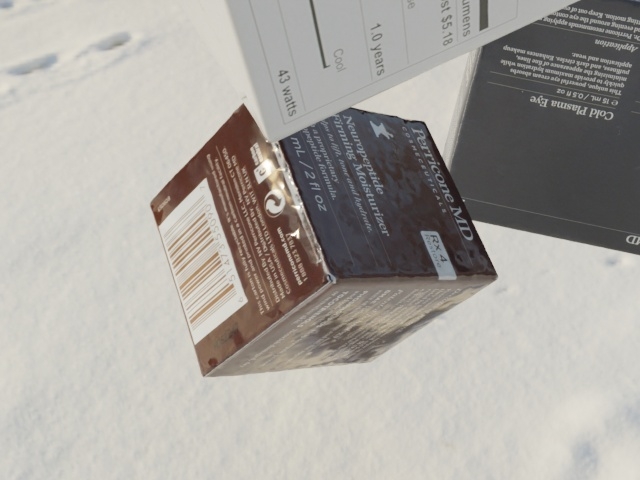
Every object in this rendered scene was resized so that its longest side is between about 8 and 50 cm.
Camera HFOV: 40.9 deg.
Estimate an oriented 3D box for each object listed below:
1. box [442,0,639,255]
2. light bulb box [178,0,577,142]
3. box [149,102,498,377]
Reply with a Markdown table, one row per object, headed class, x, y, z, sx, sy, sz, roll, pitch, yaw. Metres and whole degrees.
| class | x | y | z | sx | sy | sz | roll | pitch | yaw |
| --- | --- | --- | --- | --- | --- | --- | --- | --- | --- |
| box | 0.339 | -0.168 | 1.022 | 0.343 | 0.312 | 0.179 | 13 | 38 | 4 |
| light bulb box | 0.054 | -0.306 | 0.471 | 0.361 | 0.358 | 0.225 | -26 | 53 | -8 |
| box | 0.000 | 0.000 | 0.714 | 0.203 | 0.167 | 0.168 | 1 | 58 | -45 |
